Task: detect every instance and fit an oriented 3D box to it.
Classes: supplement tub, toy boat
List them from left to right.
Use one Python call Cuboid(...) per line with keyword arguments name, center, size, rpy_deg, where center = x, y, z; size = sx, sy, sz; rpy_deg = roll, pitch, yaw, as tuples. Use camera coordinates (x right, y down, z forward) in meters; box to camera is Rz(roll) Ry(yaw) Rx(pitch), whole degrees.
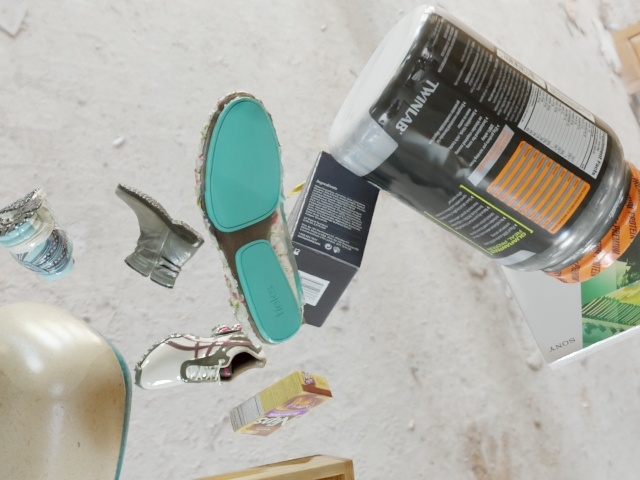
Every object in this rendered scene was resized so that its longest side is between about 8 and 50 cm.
Cuboid(name="toy boat", center=(-0.189, 0.212, 0.598), size=(0.148, 0.318, 0.267), rpy_deg=(8, 106, -63))
Cuboid(name="supplement tub", center=(0.197, -0.100, 0.857), size=(0.338, 0.207, 0.207), rpy_deg=(31, 46, -12))

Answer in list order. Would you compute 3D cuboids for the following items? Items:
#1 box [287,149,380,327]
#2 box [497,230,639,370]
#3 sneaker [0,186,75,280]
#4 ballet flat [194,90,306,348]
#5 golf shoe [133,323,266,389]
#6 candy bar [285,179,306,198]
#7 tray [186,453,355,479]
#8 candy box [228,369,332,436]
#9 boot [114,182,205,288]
Cuboid(name="box", center=(0.000, 0.000, 0.943), size=(0.093, 0.156, 0.158), rpy_deg=(21, 52, -6))
Cuboid(name="box", center=(0.410, 0.019, 1.198), size=(0.058, 0.232, 0.321), rpy_deg=(39, 27, -60))
Cuboid(name="sneaker", center=(-0.450, 0.000, 1.155), size=(0.110, 0.283, 0.122), rpy_deg=(-36, 112, -12))
Cuboid(name="ballet flat", center=(-0.072, -0.015, 0.671), size=(0.091, 0.077, 0.240), rpy_deg=(-16, 109, -25))
Cuboid(name="golf shoe", center=(-0.242, 0.246, 1.503), size=(0.273, 0.120, 0.105), rpy_deg=(-16, 119, -31))
Cuboid(name="candy bar", center=(0.005, -0.124, 1.392), size=(0.162, 0.040, 0.018), rpy_deg=(-31, 93, -11))
Cuboid(name="tray", center=(-0.049, 0.446, 0.750), size=(0.203, 0.076, 0.410), rpy_deg=(0, 81, -34))
Cuboid(name="candy box", center=(-0.081, 0.337, 1.507), size=(0.109, 0.187, 0.053), rpy_deg=(27, 36, -51))
Cuboid(name="boot", center=(-0.404, -0.006, 1.695), size=(0.246, 0.161, 0.083), rpy_deg=(38, 3, -7))
